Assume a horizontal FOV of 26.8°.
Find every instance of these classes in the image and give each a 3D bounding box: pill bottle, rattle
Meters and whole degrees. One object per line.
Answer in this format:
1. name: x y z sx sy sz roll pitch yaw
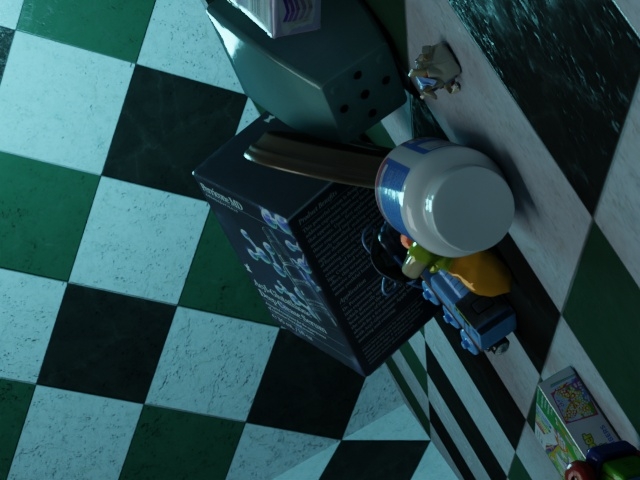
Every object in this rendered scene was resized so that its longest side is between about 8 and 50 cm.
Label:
1. pill bottle: 0.141 -0.048 1.506 0.124 0.124 0.221 62 177 -12
2. rattle: 0.182 0.013 1.808 0.200 0.142 0.130 103 -179 -80

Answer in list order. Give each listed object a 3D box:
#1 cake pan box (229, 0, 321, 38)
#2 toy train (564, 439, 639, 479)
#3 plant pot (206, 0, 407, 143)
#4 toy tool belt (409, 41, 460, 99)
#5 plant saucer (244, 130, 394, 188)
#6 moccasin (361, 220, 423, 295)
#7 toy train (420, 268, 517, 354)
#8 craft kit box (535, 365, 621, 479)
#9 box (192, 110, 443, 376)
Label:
1. cake pan box: -0.077 -0.389 1.528 0.267 0.070 0.246 47 146 49
2. toy train: 0.338 0.366 1.514 0.143 0.105 0.248 36 124 50
3. plant pot: -0.003 -0.239 1.751 0.234 0.165 0.166 46 166 43
4. toy tool belt: 0.117 -0.176 1.433 0.052 0.051 0.083 60 176 16
5. plant saucer: 0.040 -0.104 1.748 0.278 0.277 0.041 -137 56 -77
6. moccasin: 0.124 0.002 2.079 0.138 0.116 0.342 60 175 16
7. toy train: 0.205 0.079 1.895 0.184 0.080 0.105 54 169 29
8. craft kit box: 0.362 0.308 1.723 0.247 0.061 0.250 56 174 24
9. box: 0.000 0.000 2.401 0.293 0.212 0.395 27 151 48
